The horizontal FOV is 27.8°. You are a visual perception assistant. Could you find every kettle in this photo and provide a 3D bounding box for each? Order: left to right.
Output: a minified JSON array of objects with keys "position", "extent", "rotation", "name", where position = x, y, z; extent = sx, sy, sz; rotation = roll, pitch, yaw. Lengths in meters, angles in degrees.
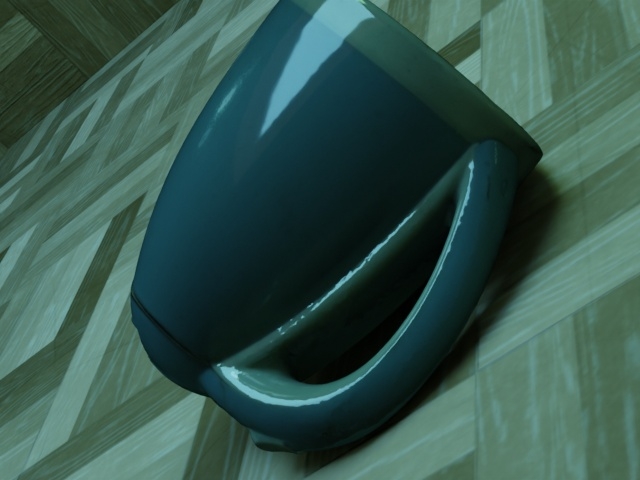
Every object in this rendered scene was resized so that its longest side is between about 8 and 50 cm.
[{"position":[0.000,0.000,1.046],"extent":[0.342,0.247,0.319],"rotation":[-51,45,4],"name":"kettle"}]
